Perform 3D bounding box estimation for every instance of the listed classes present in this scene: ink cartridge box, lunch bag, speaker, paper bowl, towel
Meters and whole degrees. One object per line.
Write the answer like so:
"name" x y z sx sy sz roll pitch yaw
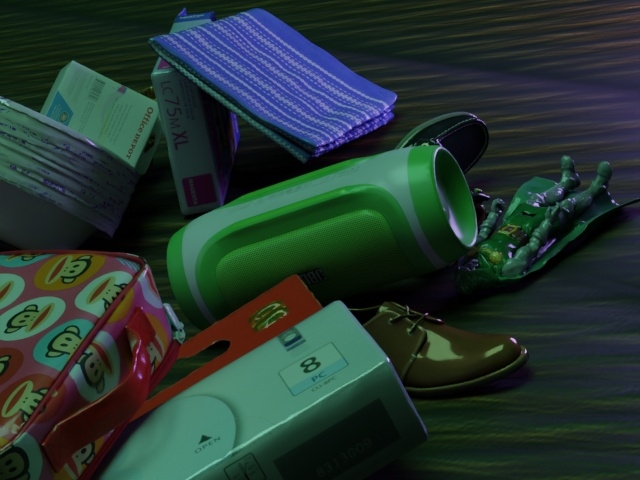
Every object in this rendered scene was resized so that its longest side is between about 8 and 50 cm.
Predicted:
"ink cartridge box" -0.268 -0.145 2.202 0.092 0.143 0.090 -66 15 -9
"lunch bag" -0.249 0.120 1.458 0.258 0.120 0.293 -3 33 30
"speaker" 0.000 0.000 1.776 0.296 0.131 0.131 -18 19 22
"paper bowl" -0.370 -0.071 2.120 0.284 0.284 0.148 13 78 51
"ink cartridge box" -0.153 -0.175 2.278 0.065 0.186 0.311 -9 22 4
"ink cartridge box" -0.112 0.141 1.527 0.308 0.091 0.385 -31 25 -5
"towel" -0.047 -0.202 2.192 0.243 0.040 0.336 36 22 8

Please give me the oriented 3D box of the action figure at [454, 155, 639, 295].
"action figure" 0.208 -0.010 1.800 0.137 0.063 0.232 9 36 41

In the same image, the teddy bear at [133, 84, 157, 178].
"teddy bear" -0.344 -0.112 2.402 0.338 0.113 0.245 -17 13 20

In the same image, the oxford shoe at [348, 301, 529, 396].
"oxford shoe" 0.085 0.093 1.609 0.212 0.076 0.076 0 25 31

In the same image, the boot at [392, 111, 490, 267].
"boot" 0.134 -0.051 1.915 0.236 0.085 0.178 -35 30 -26
